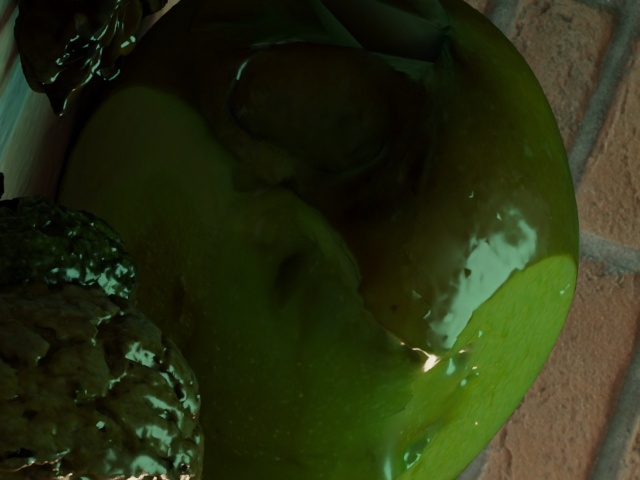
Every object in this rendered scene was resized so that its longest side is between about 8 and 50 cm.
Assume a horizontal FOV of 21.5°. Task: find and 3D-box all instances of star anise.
[{"bbox_3d":[-0.089,-0.173,0.869,0.234,0.073,0.177,-54,172,10],"label":"star anise"}]

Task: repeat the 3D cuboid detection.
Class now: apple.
[{"bbox_3d":[0.000,0.000,1.126,0.374,0.374,0.384,107,-2,-52],"label":"apple"}]

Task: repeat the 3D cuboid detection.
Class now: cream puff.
[{"bbox_3d":[-0.147,0.048,0.805,0.183,0.183,0.168,104,-15,-69],"label":"cream puff"}]
